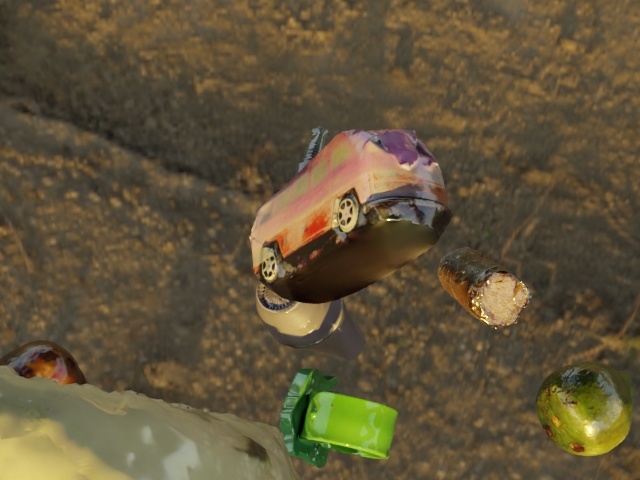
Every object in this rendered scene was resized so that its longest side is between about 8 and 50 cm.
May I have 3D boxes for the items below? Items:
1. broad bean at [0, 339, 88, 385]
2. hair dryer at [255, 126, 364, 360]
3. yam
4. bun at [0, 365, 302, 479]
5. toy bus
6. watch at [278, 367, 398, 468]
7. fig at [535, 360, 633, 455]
[{"bbox_3d":[-0.253,0.154,1.151,0.084,0.165,0.114,-30,53,-11],"label":"broad bean"},{"bbox_3d":[0.000,0.000,1.877,0.121,0.301,0.361,-3,71,20],"label":"hair dryer"},{"bbox_3d":[0.208,0.057,1.593,0.079,0.079,0.141,-10,16,-11],"label":"yam"},{"bbox_3d":[-0.129,0.135,0.452,0.259,0.259,0.160,4,76,-1],"label":"bun"},{"bbox_3d":[0.031,-0.028,1.529,0.128,0.303,0.147,8,63,-31],"label":"toy bus"},{"bbox_3d":[0.036,0.247,1.698,0.152,0.165,0.131,3,72,29],"label":"watch"},{"bbox_3d":[0.357,0.208,1.592,0.156,0.123,0.123,-20,57,-29],"label":"fig"}]
